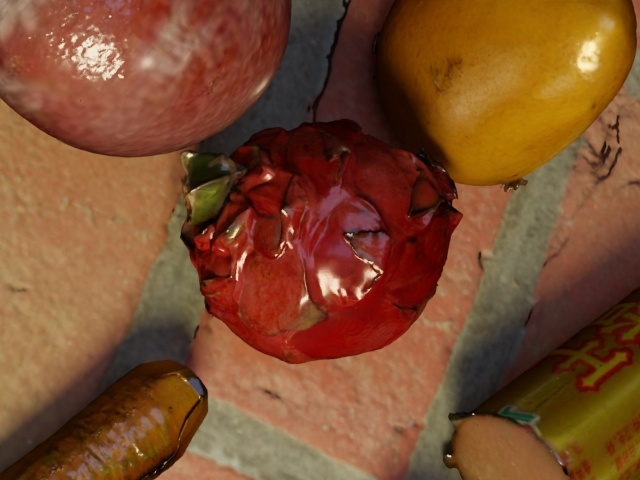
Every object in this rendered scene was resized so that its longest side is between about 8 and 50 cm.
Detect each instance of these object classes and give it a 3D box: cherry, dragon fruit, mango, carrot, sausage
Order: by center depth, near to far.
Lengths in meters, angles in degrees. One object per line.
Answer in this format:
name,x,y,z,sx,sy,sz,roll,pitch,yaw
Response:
carrot,-0.183,0.167,1.208,0.260,0.070,0.070,-35,92,-28
cherry,-0.129,-0.176,1.240,0.236,0.213,0.285,42,23,2
dragon fruit,0.000,0.000,1.280,0.209,0.172,0.172,-1,77,-21
mango,0.139,-0.146,1.332,0.138,0.257,0.187,15,71,-20
sausage,0.248,0.103,1.390,0.317,0.117,0.125,-33,52,-28
